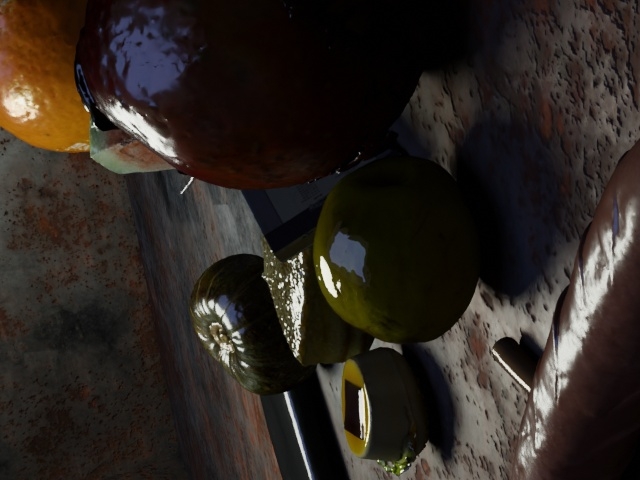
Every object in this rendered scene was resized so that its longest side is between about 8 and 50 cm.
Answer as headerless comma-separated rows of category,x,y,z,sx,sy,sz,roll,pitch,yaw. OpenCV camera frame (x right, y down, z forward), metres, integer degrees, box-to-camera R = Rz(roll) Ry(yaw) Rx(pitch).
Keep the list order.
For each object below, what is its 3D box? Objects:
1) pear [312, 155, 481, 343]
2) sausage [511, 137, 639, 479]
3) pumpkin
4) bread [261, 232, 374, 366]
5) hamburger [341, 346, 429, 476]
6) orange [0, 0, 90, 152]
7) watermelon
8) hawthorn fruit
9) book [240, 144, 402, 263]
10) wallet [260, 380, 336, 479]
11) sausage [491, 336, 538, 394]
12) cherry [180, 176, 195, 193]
pear,0.065,0.012,0.932,0.149,0.148,0.162,-135,38,-61
sausage,0.185,0.070,0.682,0.433,0.087,0.088,96,155,-48
pumpkin,-0.085,0.113,1.545,0.219,0.162,0.219,37,149,26
bread,0.000,0.000,1.223,0.184,0.110,0.234,-119,23,-49
hamburger,0.073,0.188,1.183,0.126,0.081,0.141,131,135,-69
orange,-0.400,-0.352,1.796,0.326,0.424,0.424,-2,106,30
watermelon,-0.217,-0.232,1.648,0.310,0.231,0.193,-62,-5,-25
hawthorn fruit,-0.063,-0.178,0.925,0.316,0.316,0.316,166,90,-74
book,-0.018,-0.096,1.119,0.026,0.157,0.231,51,-173,-47
wallet,-0.007,0.393,1.678,0.228,0.062,0.406,130,123,-71
sausage,0.175,0.114,0.862,0.116,0.026,0.026,-133,32,-59
cherry,-0.120,-0.190,1.301,0.213,0.183,0.266,2,89,35
